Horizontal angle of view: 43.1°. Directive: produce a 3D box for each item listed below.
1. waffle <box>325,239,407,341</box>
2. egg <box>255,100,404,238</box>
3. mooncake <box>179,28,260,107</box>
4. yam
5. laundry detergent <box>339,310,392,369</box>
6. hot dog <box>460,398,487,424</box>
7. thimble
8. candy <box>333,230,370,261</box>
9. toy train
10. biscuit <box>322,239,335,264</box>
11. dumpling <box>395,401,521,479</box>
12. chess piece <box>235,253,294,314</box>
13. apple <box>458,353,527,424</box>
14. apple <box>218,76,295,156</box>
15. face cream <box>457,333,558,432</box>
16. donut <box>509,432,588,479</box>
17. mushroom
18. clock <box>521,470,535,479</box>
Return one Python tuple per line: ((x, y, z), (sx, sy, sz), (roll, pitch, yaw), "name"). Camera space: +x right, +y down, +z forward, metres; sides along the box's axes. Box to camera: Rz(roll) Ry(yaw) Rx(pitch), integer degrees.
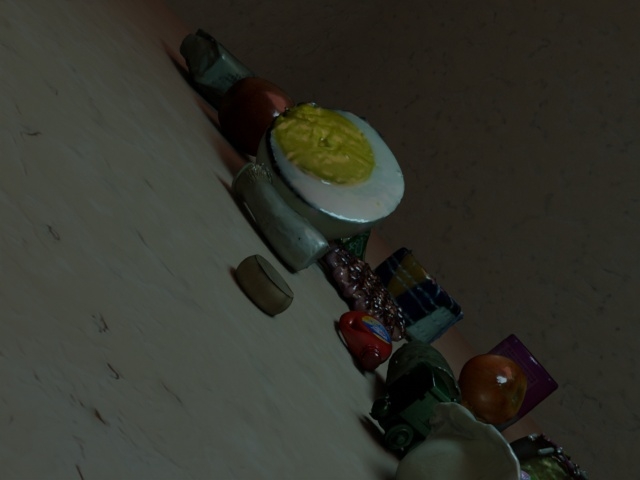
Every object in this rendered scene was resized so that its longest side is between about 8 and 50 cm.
((0.093, 0.107, 1.652), (0.221, 0.055, 0.234), (36, 18, -47), "waffle")
((0.000, -0.114, 1.670), (0.337, 0.201, 0.337), (16, 47, -18), "egg")
((-0.255, -0.428, 2.160), (0.254, 0.136, 0.250), (37, 10, -35), "mooncake")
((0.149, 0.215, 1.217), (0.107, 0.107, 0.194), (48, 5, -1), "yam")
((0.072, 0.161, 1.286), (0.097, 0.049, 0.165), (31, 10, -4), "laundry detergent")
((0.277, 0.342, 1.535), (0.108, 0.059, 0.191), (54, 6, 14), "hot dog")
((0.227, 0.140, 1.963), (0.237, 0.150, 0.237), (49, 5, -6), "thimble")
((0.074, -0.014, 1.996), (0.078, 0.141, 0.203), (14, -16, 30), "candy")
((0.140, 0.237, 1.038), (0.170, 0.111, 0.071), (44, 13, -32), "toy train")
((-0.001, 0.001, 1.785), (0.224, 0.033, 0.144), (51, 11, 15), "biscuit")
((0.147, 0.252, 0.858), (0.124, 0.151, 0.229), (18, 17, -16), "dumpling")
((-0.070, 0.056, 1.031), (0.083, 0.038, 0.083), (47, 5, -5), "chess piece")
((0.393, 0.339, 1.869), (0.139, 0.163, 0.163), (18, -12, 34), "apple")
((-0.146, -0.289, 1.903), (0.168, 0.181, 0.181), (36, 12, -26), "apple")
((0.462, 0.357, 2.020), (0.175, 0.195, 0.175), (49, 7, -9), "face cream")
((0.463, 0.503, 1.489), (0.345, 0.136, 0.259), (52, 10, 15), "donut")
((-0.077, -0.043, 1.382), (0.223, 0.081, 0.092), (49, 25, 24), "mushroom")
((0.307, 0.414, 1.160), (0.195, 0.100, 0.194), (47, 3, -32), "clock")
